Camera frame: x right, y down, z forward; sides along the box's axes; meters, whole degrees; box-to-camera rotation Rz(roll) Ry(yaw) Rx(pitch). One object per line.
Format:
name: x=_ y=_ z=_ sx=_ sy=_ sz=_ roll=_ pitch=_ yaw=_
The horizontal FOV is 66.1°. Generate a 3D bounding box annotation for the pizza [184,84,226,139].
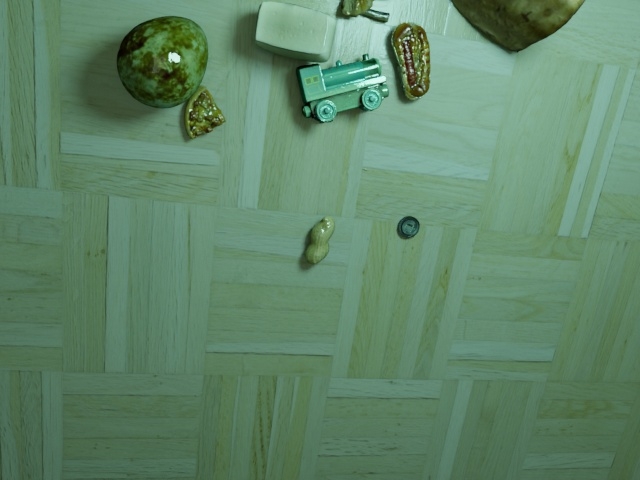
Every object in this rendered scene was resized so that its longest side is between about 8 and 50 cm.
pizza: x=-0.374 y=-0.413 z=1.598 sx=0.134 sy=0.046 sz=0.175 roll=5 pitch=105 yaw=-12

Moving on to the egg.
egg: x=-0.457 y=-0.531 z=1.448 sx=0.238 sy=0.238 sz=0.289 roll=36 pitch=84 yaw=-18

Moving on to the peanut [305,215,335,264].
peanut: x=0.000 y=0.000 z=1.778 sx=0.082 sy=0.082 sz=0.187 roll=12 pitch=103 yaw=-14

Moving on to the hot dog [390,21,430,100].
hot dog: x=0.310 y=-0.603 z=1.657 sx=0.131 sy=0.069 sz=0.253 roll=-14 pitch=110 yaw=-7

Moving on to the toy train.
toy train: x=0.072 y=-0.504 z=1.620 sx=0.298 sy=0.120 sz=0.194 roll=-16 pitch=104 yaw=-6

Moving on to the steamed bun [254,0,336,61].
steamed bun: x=-0.075 y=-0.641 z=1.519 sx=0.241 sy=0.164 sz=0.146 roll=13 pitch=104 yaw=5

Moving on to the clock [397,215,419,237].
clock: x=0.332 y=-0.052 z=1.855 sx=0.085 sy=0.017 sz=0.085 roll=-3 pitch=107 yaw=-9

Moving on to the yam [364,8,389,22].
yam: x=0.162 y=-0.742 z=1.610 sx=0.129 sy=0.027 sz=0.033 roll=9 pitch=149 yaw=-9

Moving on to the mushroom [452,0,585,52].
mushroom: x=0.588 y=-0.803 z=1.542 sx=0.397 sy=0.313 sz=0.224 roll=28 pitch=96 yaw=-12

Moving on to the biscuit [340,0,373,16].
biscuit: x=0.127 y=-0.805 z=1.555 sx=0.118 sy=0.061 sz=0.183 roll=-1 pitch=94 yaw=-16
